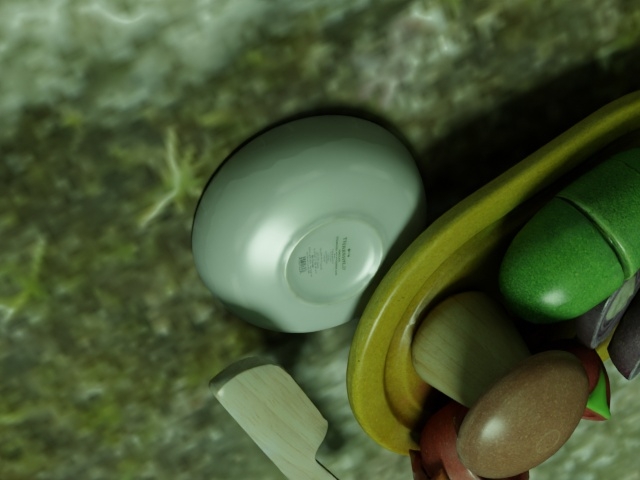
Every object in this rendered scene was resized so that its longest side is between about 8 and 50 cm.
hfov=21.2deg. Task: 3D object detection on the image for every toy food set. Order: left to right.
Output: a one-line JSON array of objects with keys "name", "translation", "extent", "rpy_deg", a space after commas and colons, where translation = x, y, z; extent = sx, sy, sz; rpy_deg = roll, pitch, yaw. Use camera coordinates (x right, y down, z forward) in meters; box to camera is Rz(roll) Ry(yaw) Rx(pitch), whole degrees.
[{"name": "toy food set", "translation": [0.084, 0.040, 0.594], "extent": [0.218, 0.071, 0.128], "rpy_deg": [-34, 140, -10]}]

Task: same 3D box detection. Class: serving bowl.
[{"name": "serving bowl", "translation": [0.000, 0.000, 0.574], "extent": [0.083, 0.027, 0.083], "rpy_deg": [-12, 128, -16]}]
